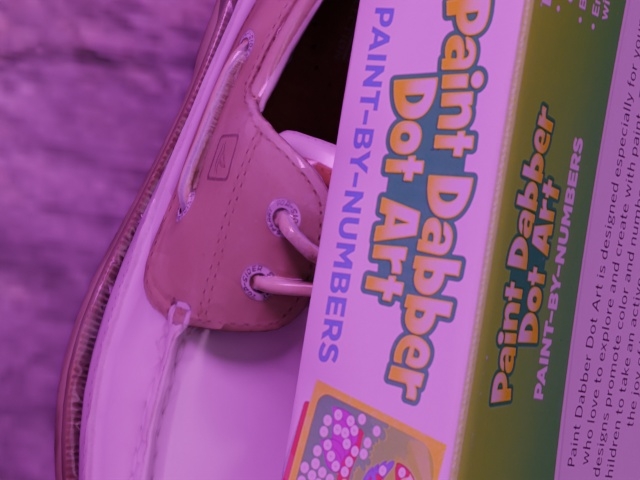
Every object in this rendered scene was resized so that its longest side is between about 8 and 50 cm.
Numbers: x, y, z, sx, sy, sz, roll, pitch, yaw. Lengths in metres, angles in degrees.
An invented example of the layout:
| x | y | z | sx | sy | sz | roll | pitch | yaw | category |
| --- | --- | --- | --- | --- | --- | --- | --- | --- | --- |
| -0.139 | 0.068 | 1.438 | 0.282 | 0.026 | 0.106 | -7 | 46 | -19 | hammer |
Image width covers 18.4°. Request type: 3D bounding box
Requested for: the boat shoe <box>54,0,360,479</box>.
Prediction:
| x | y | z | sx | sy | sz | roll | pitch | yaw | category |
| --- | --- | --- | --- | --- | --- | --- | --- | --- | --- |
| 0.000 | 0.000 | 0.580 | 0.113 | 0.103 | 0.302 | 16 | 73 | -19 | boat shoe |

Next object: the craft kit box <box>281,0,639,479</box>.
| x | y | z | sx | sy | sz | roll | pitch | yaw | category |
| --- | --- | --- | --- | --- | --- | --- | --- | --- | --- |
| 0.095 | -0.002 | 0.559 | 0.247 | 0.061 | 0.250 | 16 | 83 | -54 | craft kit box |
